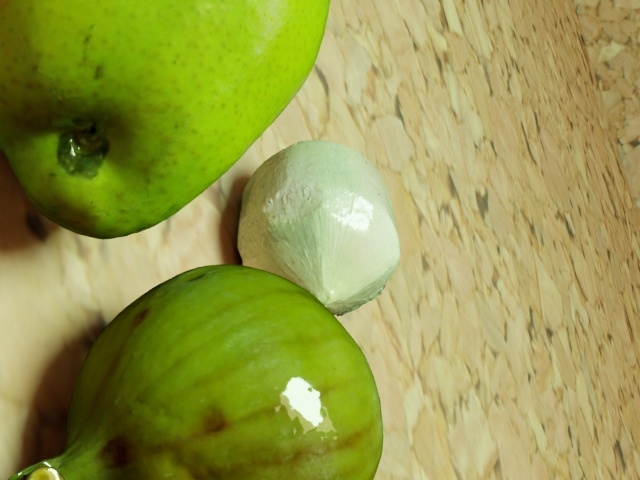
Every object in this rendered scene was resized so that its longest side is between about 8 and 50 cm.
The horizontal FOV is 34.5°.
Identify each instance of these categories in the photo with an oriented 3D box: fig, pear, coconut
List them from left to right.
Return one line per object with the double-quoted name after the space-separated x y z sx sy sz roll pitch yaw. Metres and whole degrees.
-0.088 -0.111 0.485 0.187 0.187 0.220 46 55 -45 "pear"
-0.059 0.097 0.479 0.186 0.148 0.142 -27 117 -29 "fig"
0.000 0.000 0.677 0.110 0.110 0.124 54 25 -37 "coconut"
